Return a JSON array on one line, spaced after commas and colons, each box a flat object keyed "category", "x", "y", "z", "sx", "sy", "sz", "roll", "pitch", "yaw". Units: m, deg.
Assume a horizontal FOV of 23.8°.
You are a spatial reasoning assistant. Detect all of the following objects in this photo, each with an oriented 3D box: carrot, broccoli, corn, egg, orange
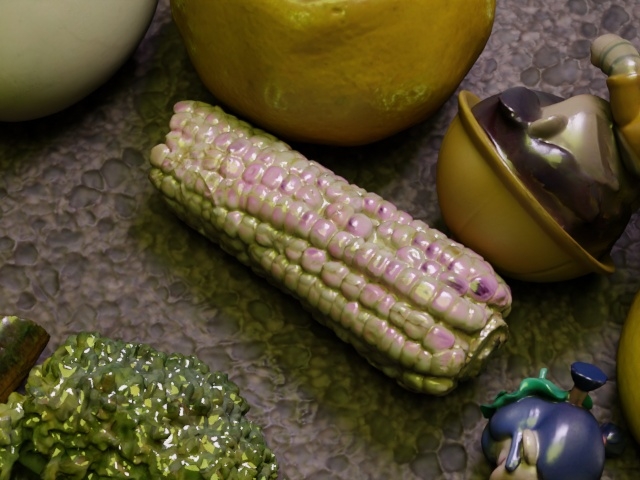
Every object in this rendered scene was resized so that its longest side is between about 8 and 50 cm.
[{"category": "carrot", "x": -0.287, "y": 0.119, "z": 1.166, "sx": 0.082, "sy": 0.082, "sz": 0.173, "roll": 29, "pitch": 65, "yaw": 12}, {"category": "broccoli", "x": -0.154, "y": 0.181, "z": 1.081, "sx": 0.242, "sy": 0.180, "sz": 0.273, "roll": 29, "pitch": 65, "yaw": 12}, {"category": "corn", "x": 0.002, "y": -0.001, "z": 1.218, "sx": 0.335, "sy": 0.126, "sz": 0.126, "roll": 35, "pitch": 66, "yaw": 16}, {"category": "egg", "x": -0.236, "y": -0.210, "z": 1.283, "sx": 0.186, "sy": 0.186, "sz": 0.242, "roll": 22, "pitch": 68, "yaw": 9}, {"category": "orange", "x": 0.011, "y": -0.215, "z": 1.268, "sx": 0.279, "sy": 0.235, "sz": 0.279, "roll": -2, "pitch": 65, "yaw": 4}]

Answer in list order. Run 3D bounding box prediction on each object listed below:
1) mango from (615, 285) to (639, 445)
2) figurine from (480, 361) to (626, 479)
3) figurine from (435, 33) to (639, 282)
[{"category": "mango", "x": 0.371, "y": 0.043, "z": 1.198, "sx": 0.331, "sy": 0.142, "sz": 0.195, "roll": -23, "pitch": 61, "yaw": -6}, {"category": "figurine", "x": 0.160, "y": 0.190, "z": 1.143, "sx": 0.102, "sy": 0.111, "sz": 0.195, "roll": 9, "pitch": 64, "yaw": 22}, {"category": "figurine", "x": 0.210, "y": -0.059, "z": 1.194, "sx": 0.257, "sy": 0.192, "sz": 0.167, "roll": -18, "pitch": 33, "yaw": 38}]
